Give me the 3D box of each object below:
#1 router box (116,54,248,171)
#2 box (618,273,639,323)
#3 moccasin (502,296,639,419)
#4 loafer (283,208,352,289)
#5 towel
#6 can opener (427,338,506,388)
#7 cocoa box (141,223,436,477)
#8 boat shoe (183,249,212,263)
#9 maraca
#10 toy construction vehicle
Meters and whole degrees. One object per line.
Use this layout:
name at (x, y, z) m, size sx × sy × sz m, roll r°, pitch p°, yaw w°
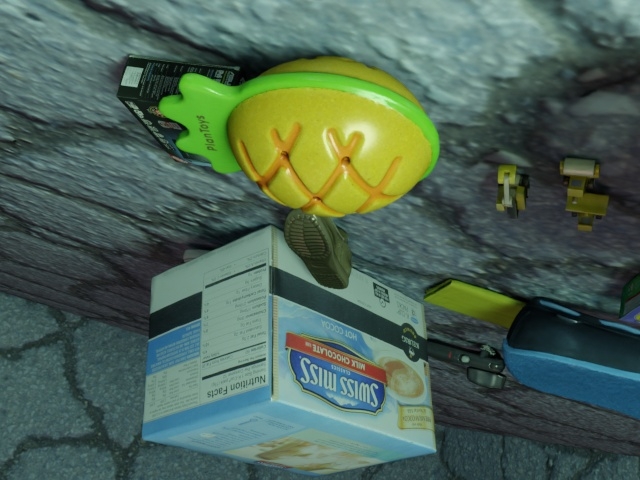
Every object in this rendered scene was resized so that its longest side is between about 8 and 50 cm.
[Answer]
router box at (-0.091, -0.096, 0.613) m, size 0.092 × 0.038 × 0.122 m, roll 9°, pitch 164°, yaw 16°
box at (0.403, 0.072, 0.769) m, size 0.179 × 0.043 × 0.105 m, roll 10°, pitch 165°, yaw 9°
moccasin at (0.385, 0.133, 0.876) m, size 0.342 × 0.117 × 0.138 m, roll 17°, pitch 147°, yaw 18°
loafer at (0.000, 0.000, 0.864) m, size 0.056 × 0.050 × 0.148 m, roll 5°, pitch 147°, yaw 19°
towel at (0.263, 0.096, 1.030) m, size 0.237 × 0.021 × 0.102 m, roll 18°, pitch 159°, yaw -10°
can opener at (0.241, 0.205, 1.369) m, size 0.186 × 0.073 × 0.059 m, roll 16°, pitch 176°, yaw 31°
cocoa box at (-0.034, 0.171, 1.047) m, size 0.231 × 0.228 × 0.347 m, roll -23°, pitch 145°, yaw 33°
boat shoe at (-0.121, 0.063, 1.162) m, size 0.184 × 0.063 × 0.066 m, roll 19°, pitch 164°, yaw -19°
maraca at (-0.014, -0.069, 0.513) m, size 0.185 × 0.099 × 0.127 m, roll 6°, pitch 150°, yaw 10°
toy construction vehicle at (0.180, -0.032, 0.604) m, size 0.085 × 0.035 × 0.098 m, roll 9°, pitch 164°, yaw 18°
